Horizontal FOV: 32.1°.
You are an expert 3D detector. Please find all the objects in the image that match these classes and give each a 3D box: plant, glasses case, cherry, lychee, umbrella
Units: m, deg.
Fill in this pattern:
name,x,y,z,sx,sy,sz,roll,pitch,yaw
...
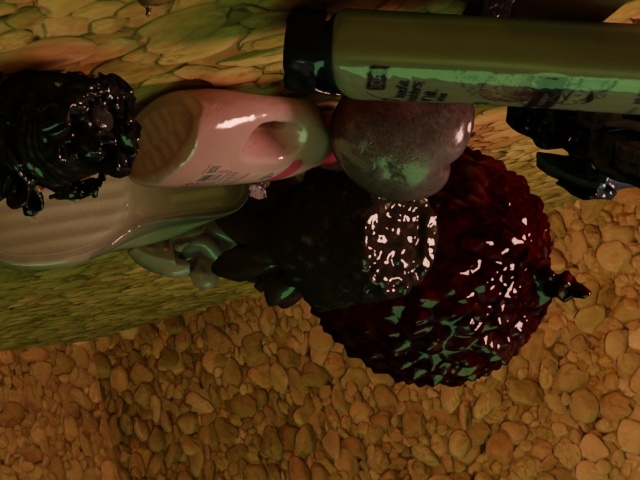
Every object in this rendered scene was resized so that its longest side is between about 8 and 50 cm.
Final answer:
name,x,y,z,sx,sy,sz,roll,pitch,yaw
plant,0.000,0.000,1.514,0.320,0.194,0.181,3,-138,47
glasses case,0.226,-0.250,0.998,0.102,0.070,0.193,15,172,-5
cherry,0.092,-0.127,1.315,0.176,0.140,0.176,-5,133,-5
lychee,0.206,0.041,1.855,0.499,0.425,0.424,7,-179,23
umbrella,-0.324,-0.074,1.070,0.336,0.128,0.154,-13,174,25

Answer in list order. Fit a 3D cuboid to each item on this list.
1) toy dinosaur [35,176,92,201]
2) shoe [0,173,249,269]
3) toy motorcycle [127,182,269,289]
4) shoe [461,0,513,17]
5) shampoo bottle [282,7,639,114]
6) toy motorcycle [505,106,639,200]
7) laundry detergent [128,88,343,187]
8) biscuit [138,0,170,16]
name,x,y,z,sx,sy,sz,roll,pitch,yaw
toy dinosaur,-0.251,-0.113,1.243,0.212,0.057,0.142,-23,157,-20
shoe,-0.278,-0.039,1.419,0.362,0.132,0.160,-15,177,-34
toy motorcycle,-0.181,-0.011,1.628,0.260,0.171,0.110,-7,172,-28
shoe,0.176,-0.208,1.167,0.077,0.074,0.194,-11,177,27
shampoo bottle,0.146,-0.164,1.044,0.359,0.078,0.134,3,173,0
toy motorcycle,0.422,-0.140,1.488,0.232,0.172,0.416,3,-166,-18
laundry detergent,-0.071,-0.120,1.311,0.159,0.088,0.335,-32,165,36
biscuit,-0.096,-0.204,0.719,0.118,0.061,0.183,-16,175,4
